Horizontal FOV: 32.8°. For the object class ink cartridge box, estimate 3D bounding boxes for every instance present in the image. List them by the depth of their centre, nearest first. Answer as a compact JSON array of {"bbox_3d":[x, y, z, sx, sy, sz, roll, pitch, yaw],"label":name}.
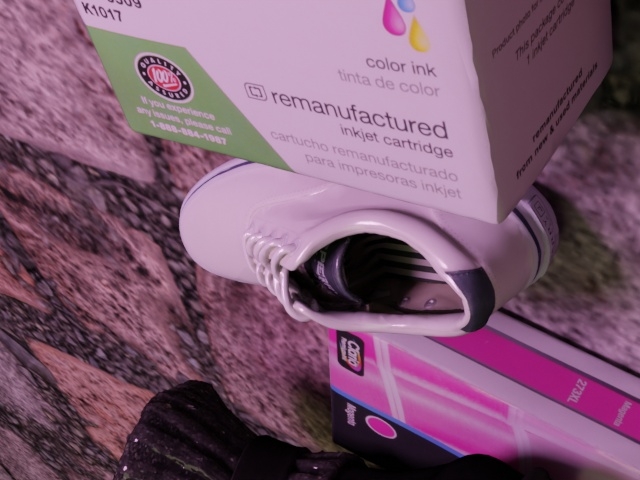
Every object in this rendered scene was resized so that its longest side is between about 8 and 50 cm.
[{"bbox_3d":[-0.014,-0.161,0.399,0.201,0.117,0.278,16,142,32],"label":"ink cartridge box"},{"bbox_3d":[0.174,0.149,0.673,0.370,0.069,0.176,24,147,19],"label":"ink cartridge box"}]

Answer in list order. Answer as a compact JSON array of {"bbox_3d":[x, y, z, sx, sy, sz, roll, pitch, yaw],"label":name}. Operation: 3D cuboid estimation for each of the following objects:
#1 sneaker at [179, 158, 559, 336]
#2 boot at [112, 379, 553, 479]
[{"bbox_3d":[0.000,0.000,0.609,0.258,0.091,0.094,0,116,42],"label":"sneaker"},{"bbox_3d":[-0.009,0.171,0.701,0.260,0.131,0.348,33,153,7],"label":"boot"}]
